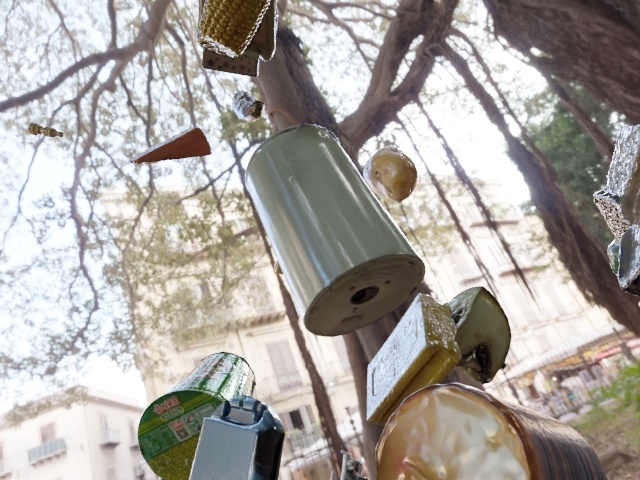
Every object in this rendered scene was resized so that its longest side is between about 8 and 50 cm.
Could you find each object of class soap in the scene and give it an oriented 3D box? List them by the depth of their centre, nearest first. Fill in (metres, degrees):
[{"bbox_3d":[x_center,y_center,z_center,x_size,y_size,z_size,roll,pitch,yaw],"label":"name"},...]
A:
[{"bbox_3d":[0.216,0.300,1.177,0.091,0.199,0.314,19,-55,-9],"label":"soap"}]

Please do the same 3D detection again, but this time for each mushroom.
[{"bbox_3d":[0.473,0.328,1.543,0.212,0.217,0.292,-29,14,46],"label":"mushroom"}]

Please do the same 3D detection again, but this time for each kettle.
[{"bbox_3d":[0.013,-0.009,0.829,0.205,0.318,0.265,-27,-32,-3],"label":"kettle"}]

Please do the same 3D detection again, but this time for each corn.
[{"bbox_3d":[-0.151,-0.584,1.032,0.144,0.144,0.387,4,-58,-44],"label":"corn"}]

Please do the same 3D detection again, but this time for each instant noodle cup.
[{"bbox_3d":[-0.225,0.344,0.971,0.207,0.207,0.232,-25,8,7],"label":"instant noodle cup"}]

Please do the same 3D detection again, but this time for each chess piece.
[{"bbox_3d":[-0.730,-0.291,1.279,0.092,0.035,0.035,13,-24,9],"label":"chess piece"}]

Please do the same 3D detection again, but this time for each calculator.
[{"bbox_3d":[-0.125,0.356,0.628,0.051,0.292,0.173,26,-24,-37],"label":"calculator"}]

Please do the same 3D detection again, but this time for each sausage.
[{"bbox_3d":[0.257,0.346,0.694,0.233,0.233,0.287,-36,-45,28],"label":"sausage"}]

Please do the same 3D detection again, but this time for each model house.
[{"bbox_3d":[0.564,-0.026,0.726,0.298,0.244,0.284,-33,-39,-72],"label":"model house"}]

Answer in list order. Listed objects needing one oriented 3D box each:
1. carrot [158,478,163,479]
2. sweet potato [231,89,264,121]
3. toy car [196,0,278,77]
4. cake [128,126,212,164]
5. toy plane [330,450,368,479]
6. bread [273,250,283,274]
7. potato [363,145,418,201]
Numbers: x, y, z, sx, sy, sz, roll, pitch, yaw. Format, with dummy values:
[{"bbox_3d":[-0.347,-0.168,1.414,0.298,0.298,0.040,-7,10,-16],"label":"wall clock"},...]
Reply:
[{"bbox_3d":[-0.365,0.635,0.919,0.074,0.358,0.074,9,-43,9],"label":"carrot"},{"bbox_3d":[-0.198,-0.361,1.297,0.075,0.273,0.075,-6,-67,-14],"label":"sweet potato"},{"bbox_3d":[-0.230,-0.651,1.296,0.242,0.226,0.336,9,-38,-4],"label":"toy car"},{"bbox_3d":[-0.428,-0.264,1.342,0.226,0.090,0.109,-17,19,-33],"label":"cake"},{"bbox_3d":[0.058,0.735,1.339,0.123,0.266,0.267,-5,-15,30],"label":"toy plane"},{"bbox_3d":[-0.039,-0.071,1.210,0.173,0.311,0.121,-8,-8,21],"label":"bread"},{"bbox_3d":[0.166,-0.160,1.134,0.109,0.178,0.118,24,-77,-28],"label":"potato"}]
